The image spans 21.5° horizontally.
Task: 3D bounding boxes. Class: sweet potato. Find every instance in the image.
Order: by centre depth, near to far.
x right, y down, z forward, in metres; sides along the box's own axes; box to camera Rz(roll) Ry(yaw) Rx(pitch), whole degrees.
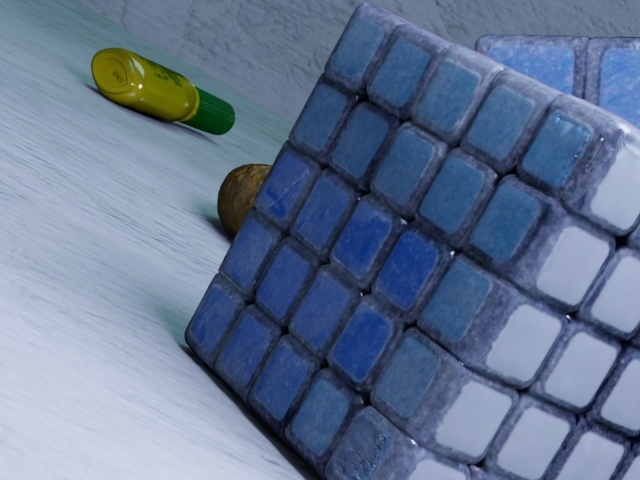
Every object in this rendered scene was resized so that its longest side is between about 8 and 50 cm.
[{"bbox_3d":[-0.003,-0.003,1.426,0.114,0.092,0.341,46,-5,-40],"label":"sweet potato"}]

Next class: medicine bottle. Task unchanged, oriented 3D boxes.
[{"bbox_3d":[-0.189,-0.182,2.123,0.095,0.064,0.260,35,9,28],"label":"medicine bottle"}]

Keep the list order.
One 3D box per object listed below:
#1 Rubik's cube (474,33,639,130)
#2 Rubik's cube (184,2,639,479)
[{"bbox_3d":[0.300,-0.011,1.478,0.305,0.301,0.304,4,-3,18],"label":"Rubik's cube"},{"bbox_3d":[0.105,0.039,0.948,0.238,0.237,0.237,24,7,-37],"label":"Rubik's cube"}]
